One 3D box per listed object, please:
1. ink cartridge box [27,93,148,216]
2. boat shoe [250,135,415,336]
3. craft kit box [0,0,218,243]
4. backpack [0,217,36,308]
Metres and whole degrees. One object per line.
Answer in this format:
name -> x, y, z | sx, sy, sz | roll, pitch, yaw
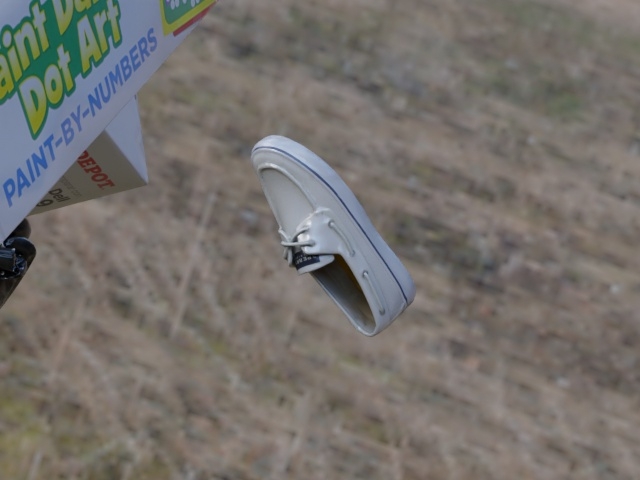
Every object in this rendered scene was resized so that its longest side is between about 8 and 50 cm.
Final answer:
ink cartridge box -> -0.304, -0.097, 1.489 | 0.289, 0.121, 0.211 | -15, -23, 8
boat shoe -> 0.000, 0.000, 0.828 | 0.035, 0.035, 0.100 | -21, -69, 50
craft kit box -> -0.174, -0.041, 0.476 | 0.247, 0.061, 0.250 | -2, 29, 22
backpack -> -0.258, 0.047, 1.100 | 0.115, 0.182, 0.152 | 35, -17, -4
